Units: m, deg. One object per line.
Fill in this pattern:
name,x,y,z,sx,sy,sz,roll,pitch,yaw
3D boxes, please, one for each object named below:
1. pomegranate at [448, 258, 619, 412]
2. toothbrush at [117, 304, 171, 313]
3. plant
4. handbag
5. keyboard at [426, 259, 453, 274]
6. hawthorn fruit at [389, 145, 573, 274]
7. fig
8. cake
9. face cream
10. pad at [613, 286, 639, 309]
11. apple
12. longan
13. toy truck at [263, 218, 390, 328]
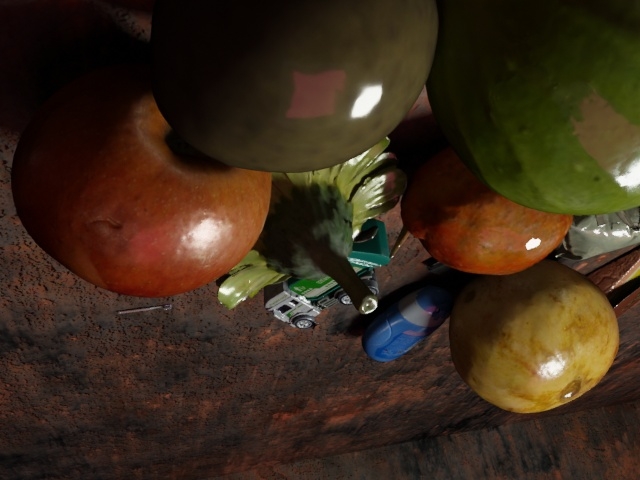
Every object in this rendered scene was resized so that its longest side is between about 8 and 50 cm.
pomegranate,0.421,0.180,1.501,0.338,0.338,0.338,-11,153,-6
toothbrush,-0.321,0.127,1.341,0.096,0.008,0.006,-6,138,-13
plant,0.007,-0.014,0.999,0.261,0.297,0.306,-11,129,-60
handbag,0.540,-0.051,1.293,0.270,0.117,0.182,-19,144,13
keyboard,0.314,0.011,1.401,0.231,0.023,0.072,-27,157,25
hawthorn fruit,0.215,-0.042,1.046,0.262,0.211,0.210,-16,153,-9
fig,0.231,-0.185,0.716,0.316,0.316,0.316,-11,153,-6
cake,0.688,0.097,1.662,0.109,0.090,0.225,14,141,-36
face cream,0.190,0.177,1.585,0.149,0.083,0.264,2,149,-29
pad,0.751,0.115,1.698,0.267,0.004,0.181,-35,155,-11
apple,-0.180,-0.067,0.786,0.271,0.252,0.206,21,130,-31
longan,-0.025,-0.180,0.652,0.257,0.258,0.258,-11,153,-6
toy truck,0.010,0.052,1.249,0.253,0.114,0.124,-31,135,30
